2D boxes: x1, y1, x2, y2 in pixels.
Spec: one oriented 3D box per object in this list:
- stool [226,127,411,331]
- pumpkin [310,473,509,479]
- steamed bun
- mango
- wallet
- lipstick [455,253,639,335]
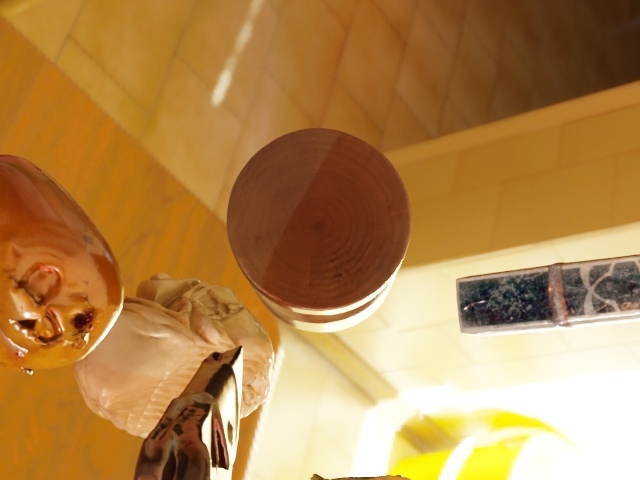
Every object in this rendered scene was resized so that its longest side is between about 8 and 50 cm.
[{"bbox_3d":[0.000,0.000,1.163,0.264,0.179,0.179,88,-5,-80],"label":"stool"},{"bbox_3d":[0.105,0.326,1.248,0.278,0.163,0.111,12,73,-36],"label":"pumpkin"},{"bbox_3d":[-0.235,0.170,1.651,0.289,0.203,0.276,-20,140,-24],"label":"steamed bun"},{"bbox_3d":[-0.296,0.022,1.080,0.152,0.287,0.201,-31,128,-19],"label":"mango"},{"bbox_3d":[-0.095,0.192,0.794,0.377,0.051,0.197,-80,180,-87],"label":"wallet"},{"bbox_3d":[0.303,0.061,1.252,0.076,0.289,0.077,16,68,-63],"label":"lipstick"}]
